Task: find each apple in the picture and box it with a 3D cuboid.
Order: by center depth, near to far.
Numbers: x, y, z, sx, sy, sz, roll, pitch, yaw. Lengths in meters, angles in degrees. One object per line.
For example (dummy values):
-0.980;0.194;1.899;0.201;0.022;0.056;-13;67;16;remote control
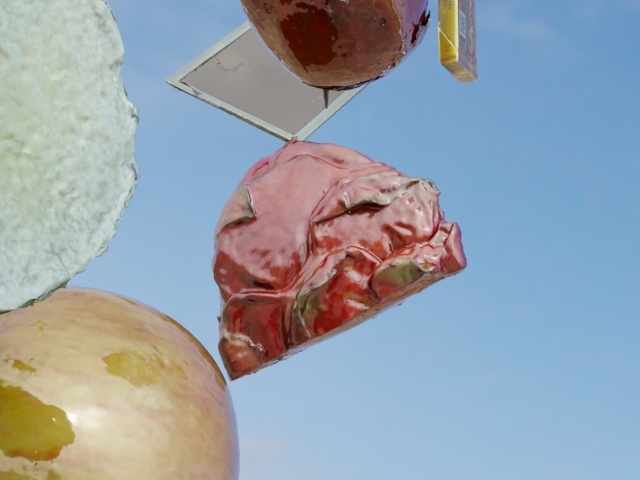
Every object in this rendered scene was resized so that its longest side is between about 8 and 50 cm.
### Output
-0.250;0.234;1.515;0.334;0.400;0.400;5;-13;-17;apple

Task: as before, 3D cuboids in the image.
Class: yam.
-0.304;-0.048;1.215;0.241;0.241;0.348;26;-29;-38;yam

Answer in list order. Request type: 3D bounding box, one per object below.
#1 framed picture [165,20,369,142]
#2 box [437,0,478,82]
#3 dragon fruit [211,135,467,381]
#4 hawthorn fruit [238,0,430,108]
-0.069;-0.224;2.451;0.216;0.273;0.016;27;-57;13;framed picture
0.137;-0.242;1.726;0.022;0.156;0.089;-3;-8;19;box
-0.008;0.002;2.174;0.228;0.286;0.329;-17;1;-40;dragon fruit
0.012;-0.214;1.542;0.181;0.181;0.235;10;-39;11;hawthorn fruit
